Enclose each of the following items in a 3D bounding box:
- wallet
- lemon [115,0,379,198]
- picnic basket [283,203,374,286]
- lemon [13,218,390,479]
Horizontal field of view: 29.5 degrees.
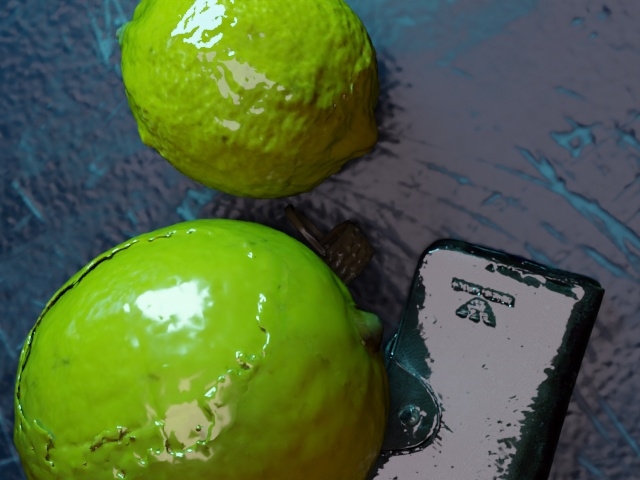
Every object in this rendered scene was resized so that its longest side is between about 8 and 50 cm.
[{"bbox_3d":[0.126,0.166,1.065,0.172,0.045,0.318,16,96,4],"label":"wallet"},{"bbox_3d":[-0.056,-0.132,0.988,0.231,0.192,0.192,24,98,4],"label":"lemon"},{"bbox_3d":[0.000,0.000,1.051,0.072,0.072,0.083,-43,99,9],"label":"picnic basket"},{"bbox_3d":[-0.095,0.125,0.969,0.297,0.297,0.297,1,95,7],"label":"lemon"}]
